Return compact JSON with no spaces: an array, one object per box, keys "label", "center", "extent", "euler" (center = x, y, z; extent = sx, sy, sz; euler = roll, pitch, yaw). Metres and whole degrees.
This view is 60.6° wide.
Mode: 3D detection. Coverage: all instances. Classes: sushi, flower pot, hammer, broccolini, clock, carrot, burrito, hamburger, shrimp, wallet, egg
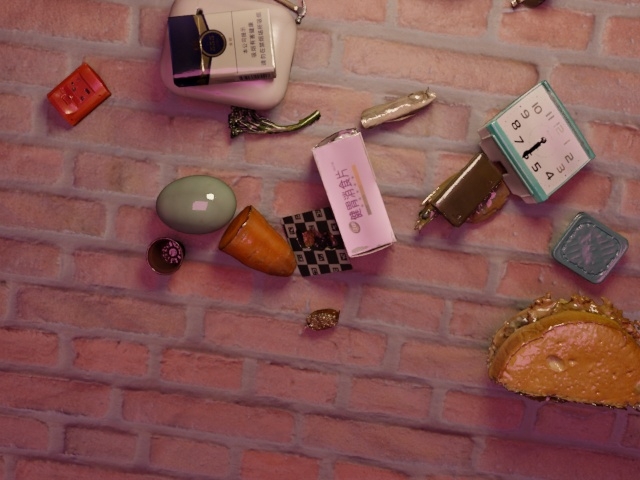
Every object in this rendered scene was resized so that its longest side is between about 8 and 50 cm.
[{"label":"sushi","center":[0.000,0.000,1.580],"extent":[0.215,0.050,0.192],"euler":[-10,105,46]},{"label":"flower pot","center":[-0.447,0.039,1.615],"extent":[0.111,0.089,0.112],"euler":[0,98,1]},{"label":"hammer","center":[-0.119,-0.679,1.526],"extent":[0.182,0.017,0.062],"euler":[31,98,-2]},{"label":"broccolini","center":[-0.135,-0.366,1.566],"extent":[0.271,0.062,0.123],"euler":[-7,104,-4]},{"label":"clock","center":[-0.692,-0.420,1.566],"extent":[0.155,0.061,0.113],"euler":[-38,95,5]},{"label":"carrot","center":[-0.162,0.018,1.585],"extent":[0.225,0.159,0.159],"euler":[35,99,-14]},{"label":"clock","center":[0.586,-0.265,1.512],"extent":[0.231,0.116,0.262],"euler":[-38,98,-12]},{"label":"sushi","center":[0.003,0.241,1.650],"extent":[0.120,0.055,0.052],"euler":[-8,105,5]},{"label":"burrito","center":[0.216,-0.366,1.534],"extent":[0.225,0.087,0.061],"euler":[-20,107,1]},{"label":"hamburger","center":[0.699,0.282,1.523],"extent":[0.444,0.268,0.287],"euler":[8,101,5]},{"label":"shrimp","center":[0.408,-0.106,1.569],"extent":[0.317,0.077,0.168],"euler":[-36,96,1]},{"label":"wallet","center":[0.407,-0.137,1.515],"extent":[0.110,0.031,0.198],"euler":[43,88,-15]},{"label":"egg","center":[-0.351,-0.100,1.550],"extent":[0.230,0.168,0.168],"euler":[-4,99,8]}]

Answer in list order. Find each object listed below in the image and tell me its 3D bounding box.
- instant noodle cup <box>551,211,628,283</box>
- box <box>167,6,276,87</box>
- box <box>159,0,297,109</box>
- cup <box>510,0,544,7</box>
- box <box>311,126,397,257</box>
[{"label":"instant noodle cup","center":[0.766,0.020,1.580],"extent":[0.179,0.070,0.157],"euler":[32,100,-4]},{"label":"box","center":[-0.245,-0.482,1.373],"extent":[0.259,0.071,0.168],"euler":[-7,88,-2]},{"label":"box","center":[-0.247,-0.512,1.480],"extent":[0.348,0.141,0.289],"euler":[11,88,0]},{"label":"cup","center":[0.566,-0.671,1.462],"extent":[0.102,0.099,0.074],"euler":[-3,98,2]},{"label":"box","center":[0.093,-0.137,1.525],"extent":[0.145,0.173,0.333],"euler":[-19,98,4]}]
